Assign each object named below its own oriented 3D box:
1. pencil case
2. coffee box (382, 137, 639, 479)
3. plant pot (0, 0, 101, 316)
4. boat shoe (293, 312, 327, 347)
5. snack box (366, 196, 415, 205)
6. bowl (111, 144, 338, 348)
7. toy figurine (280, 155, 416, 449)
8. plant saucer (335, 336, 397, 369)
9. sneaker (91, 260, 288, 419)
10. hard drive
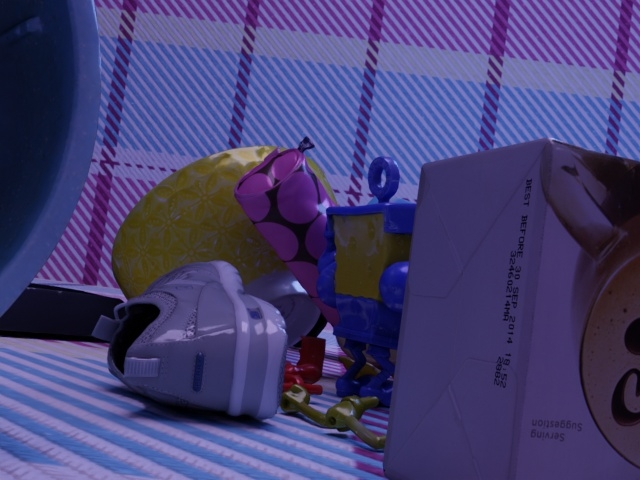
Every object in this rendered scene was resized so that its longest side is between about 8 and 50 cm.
[{"bbox_3d":[0.000,0.000,0.859,0.095,0.209,0.098,-30,24,6],"label":"pencil case"},{"bbox_3d":[0.198,0.061,0.424,0.297,0.168,0.119,9,-4,-21],"label":"coffee box"},{"bbox_3d":[-0.346,-0.073,0.407,0.341,0.341,0.334,10,-13,-42],"label":"plant pot"},{"bbox_3d":[-0.006,0.075,1.152,0.080,0.076,0.228,22,-43,-6],"label":"boat shoe"},{"bbox_3d":[0.180,0.060,0.828,0.187,0.060,0.322,51,-16,-32],"label":"snack box"},{"bbox_3d":[-0.085,0.046,0.961,0.289,0.289,0.156,11,38,-45],"label":"bowl"},{"bbox_3d":[0.039,0.030,0.676,0.191,0.217,0.362,9,-4,-25],"label":"toy figurine"},{"bbox_3d":[0.148,0.076,1.083,0.278,0.278,0.041,3,-47,50],"label":"plant saucer"},{"bbox_3d":[-0.118,0.063,0.625,0.115,0.105,0.281,9,-3,-21],"label":"sneaker"},{"bbox_3d":[-0.363,0.075,0.934,0.255,0.054,0.172,10,-4,-36],"label":"hard drive"}]
